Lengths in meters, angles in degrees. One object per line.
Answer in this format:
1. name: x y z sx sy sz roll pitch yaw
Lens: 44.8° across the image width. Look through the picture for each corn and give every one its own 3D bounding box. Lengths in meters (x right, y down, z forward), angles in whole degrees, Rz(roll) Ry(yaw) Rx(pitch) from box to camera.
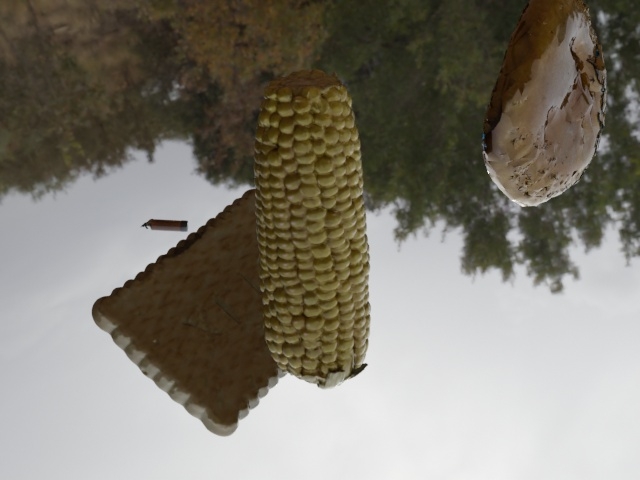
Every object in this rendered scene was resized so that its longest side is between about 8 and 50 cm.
1. corn: -0.005 0.000 0.607 0.091 0.260 0.091 2 -152 7

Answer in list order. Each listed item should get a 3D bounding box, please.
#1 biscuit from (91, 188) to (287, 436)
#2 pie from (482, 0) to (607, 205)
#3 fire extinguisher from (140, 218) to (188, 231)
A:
1. biscuit: -0.101 0.074 0.957 0.325 0.217 0.044 -44 176 -46
2. pie: 0.282 -0.176 0.944 0.069 0.273 0.273 18 -144 40
3. fire extinguisher: -0.283 -0.027 1.411 0.083 0.022 0.028 3 -156 -5
